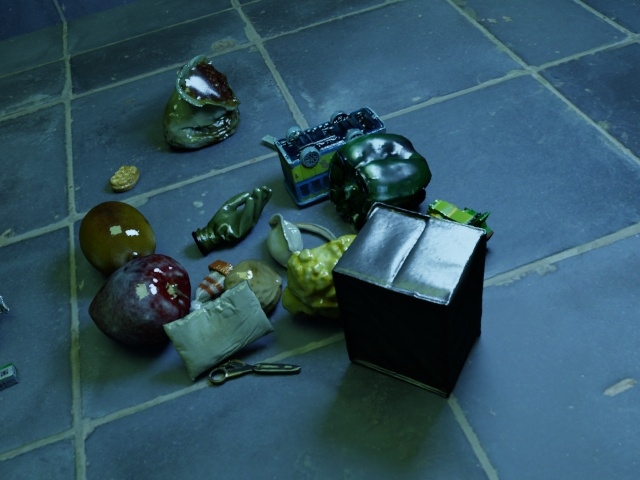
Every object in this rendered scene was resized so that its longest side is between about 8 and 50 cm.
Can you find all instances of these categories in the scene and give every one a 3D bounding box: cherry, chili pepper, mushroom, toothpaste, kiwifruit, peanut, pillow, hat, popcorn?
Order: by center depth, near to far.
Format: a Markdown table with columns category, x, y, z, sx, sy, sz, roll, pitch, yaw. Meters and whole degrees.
| category | x | y | z | sx | sy | sz | roll | pitch | yaw |
| --- | --- | --- | --- | --- | --- | --- | --- | --- | --- |
| pillow | -0.239 | 0.207 | 1.565 | 0.229 | 0.148 | 0.050 | -30 | 2 | -4 |
| popcorn | 0.026 | 0.102 | 1.583 | 0.266 | 0.233 | 0.192 | -40 | 68 | 23 |
| toothpaste | -0.840 | 0.363 | 1.645 | 0.178 | 0.037 | 0.043 | -24 | 43 | -11 |
| cherry | -0.442 | 0.152 | 1.647 | 0.300 | 0.203 | 0.230 | -16 | 46 | 21 |
| peanut | -0.168 | 0.115 | 1.662 | 0.109 | 0.159 | 0.141 | -36 | 49 | 35 |
| hat | -0.283 | 0.133 | 1.714 | 0.162 | 0.094 | 0.112 | -45 | 29 | -22 |
| chili pepper | 0.163 | -0.164 | 1.826 | 0.256 | 0.233 | 0.249 | -19 | 59 | -18 |
| mushroom | 0.001 | -0.002 | 1.826 | 0.068 | 0.043 | 0.306 | -11 | 35 | -36 |
| kiwifruit | -0.559 | 0.000 | 1.847 | 0.196 | 0.196 | 0.234 | -36 | 46 | -23 |

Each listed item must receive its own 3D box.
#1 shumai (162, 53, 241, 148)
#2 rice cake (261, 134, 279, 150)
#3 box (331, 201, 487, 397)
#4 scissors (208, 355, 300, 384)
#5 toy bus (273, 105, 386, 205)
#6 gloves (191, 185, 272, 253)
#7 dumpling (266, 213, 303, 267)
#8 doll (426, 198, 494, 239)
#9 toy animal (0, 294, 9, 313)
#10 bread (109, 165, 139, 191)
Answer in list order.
| category | x | y | z | sx | sy | sz | roll | pitch | yaw |
| --- | --- | --- | --- | --- | --- | --- | --- | --- | --- |
| shumai | -0.420 | -0.506 | 2.264 | 0.291 | 0.288 | 0.330 | -8 | 45 | 7 |
| rice cake | -0.128 | -0.305 | 2.175 | 0.033 | 0.029 | 0.170 | -41 | 50 | -22 |
| box | 0.197 | 0.130 | 1.415 | 0.251 | 0.345 | 0.204 | 17 | 52 | 27 |
| scissors | -0.153 | 0.300 | 1.559 | 0.220 | 0.017 | 0.088 | -1 | 44 | 12 |
| toy bus | 0.037 | -0.253 | 1.961 | 0.312 | 0.190 | 0.152 | -22 | 43 | -10 |
| gloves | -0.243 | -0.061 | 1.894 | 0.268 | 0.107 | 0.135 | -39 | 51 | -2 |
| dumpling | -0.102 | -0.010 | 1.784 | 0.099 | 0.134 | 0.169 | -11 | 40 | 4 |
| doll | 0.352 | -0.040 | 1.704 | 0.106 | 0.134 | 0.186 | -40 | 43 | -23 |
| toy animal | -0.920 | 0.197 | 1.755 | 0.176 | 0.239 | 0.255 | -24 | 82 | -51 |
| bread | -0.641 | -0.204 | 2.183 | 0.083 | 0.044 | 0.111 | 5 | 43 | 16 |
